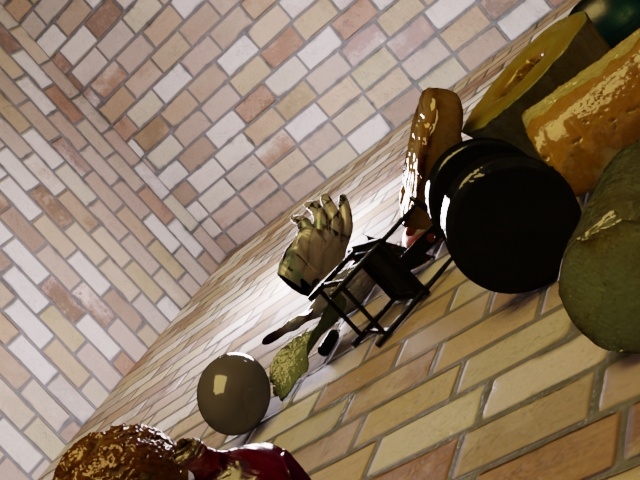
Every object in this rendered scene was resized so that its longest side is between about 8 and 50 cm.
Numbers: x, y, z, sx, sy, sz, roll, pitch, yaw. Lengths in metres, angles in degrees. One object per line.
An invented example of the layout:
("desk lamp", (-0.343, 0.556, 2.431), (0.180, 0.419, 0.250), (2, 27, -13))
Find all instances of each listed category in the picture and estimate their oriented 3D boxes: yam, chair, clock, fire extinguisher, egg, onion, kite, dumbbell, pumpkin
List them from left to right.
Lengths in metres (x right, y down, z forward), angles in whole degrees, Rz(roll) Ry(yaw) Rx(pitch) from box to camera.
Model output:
("egg", (-0.170, 0.303, 1.868), (0.146, 0.146, 0.198), (-39, 23, 10))
("onion", (-0.100, 0.327, 1.255), (0.140, 0.218, 0.195), (-40, 10, -1))
("fire extinguisher", (0.022, 0.202, 1.934), (0.038, 0.025, 0.083), (-32, 12, 34))
("chair", (0.125, 0.060, 1.789), (0.260, 0.154, 0.141), (-46, 11, -19))
("kite", (0.140, 0.033, 1.928), (0.189, 0.232, 0.009), (-3, 63, 11))
("clock", (0.261, -0.047, 2.035), (0.205, 0.051, 0.205), (-40, 11, 9))
("dumbbell", (0.281, -0.051, 1.516), (0.204, 0.203, 0.322), (-40, 9, 8))
("pumpkin", (0.469, -0.278, 1.905), (0.332, 0.199, 0.332), (-48, 6, 6))
("yam", (0.375, -0.007, 1.091), (0.161, 0.161, 0.268), (-33, 10, 42))

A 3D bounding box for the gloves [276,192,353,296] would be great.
("gloves", (0.002, -0.001, 1.798), (0.212, 0.127, 0.111), (-57, 23, -13))

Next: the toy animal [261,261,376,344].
("toy animal", (0.033, 0.123, 2.051), (0.324, 0.090, 0.195), (-36, -2, -44))

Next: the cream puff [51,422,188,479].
("cream puff", (-0.397, 0.469, 1.823), (0.303, 0.212, 0.303), (-35, 12, 8))

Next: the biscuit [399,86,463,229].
("biscuit", (0.230, -0.165, 1.935), (0.296, 0.102, 0.296), (-171, 90, -86))

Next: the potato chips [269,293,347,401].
("potato chips", (-0.023, 0.203, 1.871), (0.228, 0.059, 0.167), (-49, 9, 35))

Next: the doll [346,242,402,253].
("doll", (0.125, 0.030, 2.004), (0.099, 0.143, 0.057), (-151, 68, -74))

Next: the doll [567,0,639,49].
("doll", (0.652, -0.470, 2.019), (0.322, 0.186, 0.198), (-38, 9, -1))

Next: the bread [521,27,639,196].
("bread", (0.519, -0.235, 1.521), (0.375, 0.165, 0.236), (-37, 12, 15))
